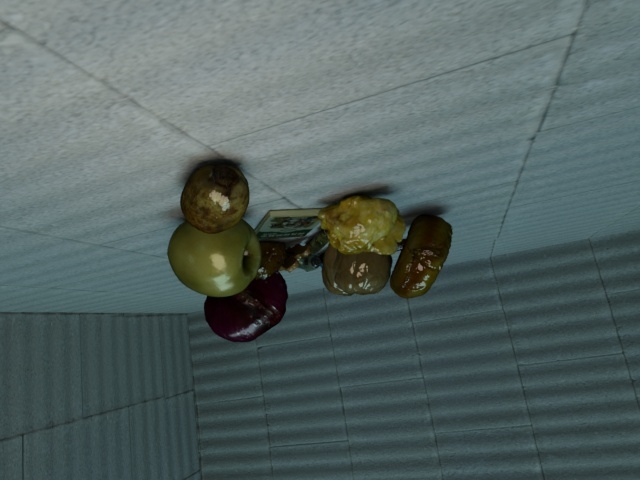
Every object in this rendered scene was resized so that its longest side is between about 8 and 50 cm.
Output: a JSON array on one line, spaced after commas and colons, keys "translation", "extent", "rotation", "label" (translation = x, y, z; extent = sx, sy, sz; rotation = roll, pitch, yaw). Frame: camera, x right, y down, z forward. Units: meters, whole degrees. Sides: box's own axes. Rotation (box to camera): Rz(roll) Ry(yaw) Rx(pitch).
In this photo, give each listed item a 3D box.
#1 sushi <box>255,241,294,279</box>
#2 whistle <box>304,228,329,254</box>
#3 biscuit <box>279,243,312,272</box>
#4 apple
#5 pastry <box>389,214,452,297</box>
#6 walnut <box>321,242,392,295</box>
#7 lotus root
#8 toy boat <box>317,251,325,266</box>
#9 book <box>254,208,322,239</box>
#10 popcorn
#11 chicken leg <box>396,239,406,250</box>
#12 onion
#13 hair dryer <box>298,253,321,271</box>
[{"translation": [-0.248, 0.088, 1.757], "extent": [0.286, 0.149, 0.140], "rotation": [-17, 170, 10], "label": "sushi"}, {"translation": [0.000, 0.001, 1.749], "extent": [0.067, 0.057, 0.326], "rotation": [-6, 168, -15], "label": "whistle"}, {"translation": [-0.121, 0.072, 1.833], "extent": [0.144, 0.040, 0.236], "rotation": [-43, -164, -18], "label": "biscuit"}, {"translation": [-0.301, 0.041, 1.287], "extent": [0.262, 0.263, 0.262], "rotation": [-8, 168, -2], "label": "apple"}, {"translation": [0.382, 0.064, 1.691], "extent": [0.163, 0.356, 0.356], "rotation": [22, 168, 4], "label": "pastry"}, {"translation": [0.146, 0.086, 1.745], "extent": [0.285, 0.286, 0.296], "rotation": [-1, 176, -32], "label": "walnut"}, {"translation": [-0.243, -0.088, 1.012], "extent": [0.145, 0.129, 0.260], "rotation": [12, 155, -22], "label": "lotus root"}, {"translation": [0.080, 0.080, 2.060], "extent": [0.079, 0.136, 0.392], "rotation": [33, 155, -18], "label": "toy boat"}, {"translation": [-0.107, -0.053, 1.499], "extent": [0.201, 0.027, 0.264], "rotation": [-4, 167, -22], "label": "book"}, {"translation": [0.127, -0.053, 1.319], "extent": [0.253, 0.191, 0.190], "rotation": [-7, 134, -14], "label": "popcorn"}, {"translation": [0.356, 0.032, 2.161], "extent": [0.218, 0.048, 0.089], "rotation": [-11, 165, 10], "label": "chicken leg"}, {"translation": [-0.362, 0.233, 1.956], "extent": [0.397, 0.399, 0.420], "rotation": [-13, 143, 17], "label": "onion"}, {"translation": [-0.122, 0.102, 2.129], "extent": [0.224, 0.089, 0.219], "rotation": [7, 169, -10], "label": "hair dryer"}]
